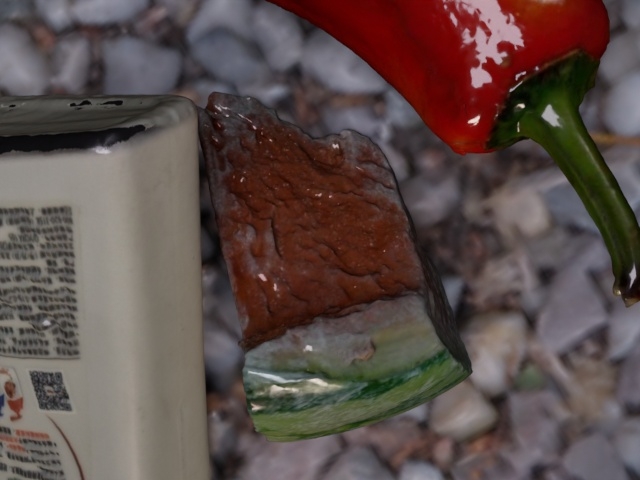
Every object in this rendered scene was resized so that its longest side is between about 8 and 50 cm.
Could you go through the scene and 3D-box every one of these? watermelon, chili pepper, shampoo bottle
[{"bbox_3d":[0.005,0.021,0.557,0.097,0.121,0.158,-17,50,-5],"label":"watermelon"},{"bbox_3d":[-0.025,-0.106,0.515,0.368,0.092,0.137,23,82,13],"label":"chili pepper"},{"bbox_3d":[-0.092,0.080,0.545,0.153,0.071,0.284,5,117,33],"label":"shampoo bottle"}]
